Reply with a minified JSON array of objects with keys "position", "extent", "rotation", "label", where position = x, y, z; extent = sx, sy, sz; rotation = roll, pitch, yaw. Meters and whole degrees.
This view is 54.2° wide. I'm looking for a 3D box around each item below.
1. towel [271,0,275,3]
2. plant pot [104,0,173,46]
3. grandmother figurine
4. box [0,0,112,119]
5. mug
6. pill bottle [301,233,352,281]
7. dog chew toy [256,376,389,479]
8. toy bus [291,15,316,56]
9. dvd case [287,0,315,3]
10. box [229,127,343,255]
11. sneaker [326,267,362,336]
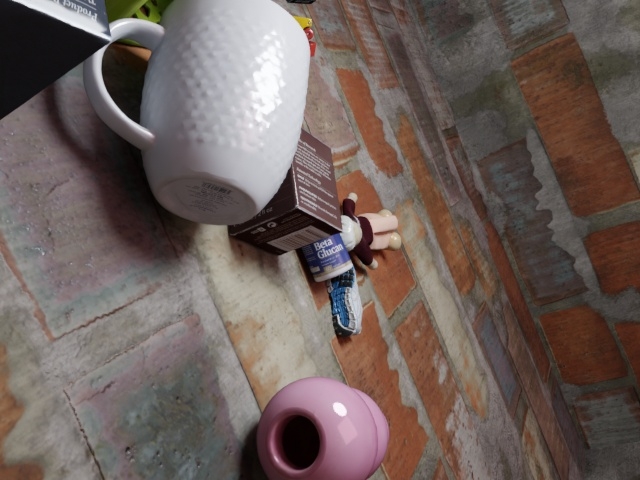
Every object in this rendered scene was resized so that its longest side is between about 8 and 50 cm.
[{"position":[-0.127,-0.626,1.708],"extent":[0.083,0.009,0.060],"rotation":[39,41,-43],"label":"towel"},{"position":[-0.283,-0.497,1.118],"extent":[0.227,0.228,0.207],"rotation":[-18,81,-62],"label":"plant pot"},{"position":[0.110,-0.027,1.631],"extent":[0.208,0.104,0.342],"rotation":[63,24,7],"label":"grandmother figurine"},{"position":[-0.428,-0.349,0.670],"extent":[0.212,0.293,0.395],"rotation":[9,64,-59],"label":"box"},{"position":[-0.205,-0.222,1.038],"extent":[0.374,0.276,0.328],"rotation":[23,60,-33],"label":"mug"},{"position":[0.000,0.000,1.414],"extent":[0.094,0.094,0.169],"rotation":[-29,97,-62],"label":"pill bottle"},{"position":[0.027,0.352,1.126],"extent":[0.332,0.206,0.207],"rotation":[28,48,-63],"label":"dog chew toy"},{"position":[-0.082,-0.468,1.575],"extent":[0.104,0.191,0.202],"rotation":[4,58,-12],"label":"toy bus"},{"position":[-0.102,-0.828,1.870],"extent":[0.239,0.029,0.179],"rotation":[64,28,-8],"label":"dvd case"},{"position":[-0.077,-0.102,1.266],"extent":[0.167,0.168,0.203],"rotation":[25,50,-52],"label":"box"},{"position":[0.063,0.136,1.477],"extent":[0.083,0.071,0.191],"rotation":[27,57,-61],"label":"sneaker"}]
